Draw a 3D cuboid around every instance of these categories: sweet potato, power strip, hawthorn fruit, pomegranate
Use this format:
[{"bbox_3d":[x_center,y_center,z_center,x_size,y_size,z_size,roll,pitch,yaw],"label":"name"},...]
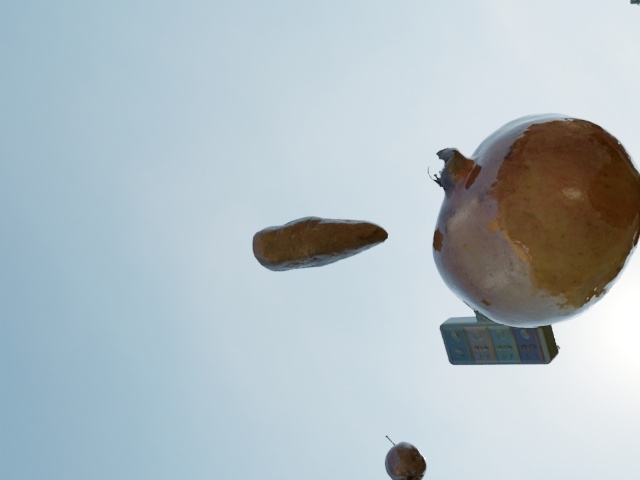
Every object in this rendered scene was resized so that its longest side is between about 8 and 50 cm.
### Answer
[{"bbox_3d":[0.000,0.000,1.704,0.252,0.097,0.097,-9,-103,1],"label":"sweet potato"},{"bbox_3d":[0.316,0.153,1.667,0.061,0.216,0.145,-32,-71,-47],"label":"power strip"},{"bbox_3d":[0.132,0.348,1.478,0.067,0.067,0.103,33,-164,-27],"label":"hawthorn fruit"},{"bbox_3d":[0.309,-0.036,1.387,0.338,0.338,0.338,16,-115,-36],"label":"pomegranate"}]

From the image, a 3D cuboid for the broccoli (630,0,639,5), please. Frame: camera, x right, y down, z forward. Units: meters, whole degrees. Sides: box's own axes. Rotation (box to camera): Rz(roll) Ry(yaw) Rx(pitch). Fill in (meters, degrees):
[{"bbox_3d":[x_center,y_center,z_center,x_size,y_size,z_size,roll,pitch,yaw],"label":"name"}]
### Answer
[{"bbox_3d":[0.710,-0.641,1.930,0.302,0.249,0.375,37,-114,-23],"label":"broccoli"}]
